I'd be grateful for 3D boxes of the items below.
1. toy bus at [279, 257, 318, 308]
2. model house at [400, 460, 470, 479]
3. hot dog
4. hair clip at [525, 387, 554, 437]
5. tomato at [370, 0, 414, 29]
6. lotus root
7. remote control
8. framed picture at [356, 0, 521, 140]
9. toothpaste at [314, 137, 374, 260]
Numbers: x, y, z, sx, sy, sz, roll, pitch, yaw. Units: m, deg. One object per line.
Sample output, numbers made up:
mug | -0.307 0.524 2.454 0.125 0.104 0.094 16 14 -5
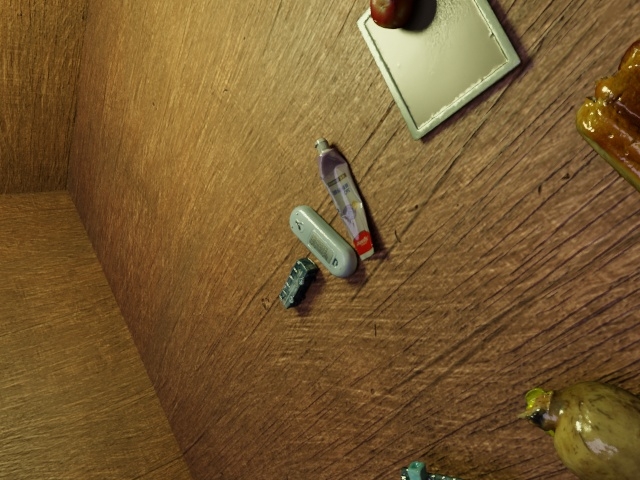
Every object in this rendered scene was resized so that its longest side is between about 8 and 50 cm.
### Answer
toy bus | -0.063 0.119 1.131 0.065 0.047 0.166 51 131 30
model house | 0.266 0.564 0.770 0.261 0.225 0.242 -20 84 44
hot dog | 0.474 -0.096 0.484 0.349 0.117 0.158 57 152 23
hair clip | 0.420 0.323 0.685 0.173 0.046 0.072 50 120 24
tomato | 0.129 -0.437 0.759 0.087 0.075 0.088 17 115 40
lotus root | 0.435 0.291 0.589 0.256 0.154 0.140 29 116 17
remote control | 0.000 0.000 1.040 0.244 0.047 0.087 45 131 31
framed picture | 0.204 -0.374 0.766 0.232 0.019 0.297 -32 77 45
toothpaste | 0.056 -0.101 0.962 0.075 0.048 0.301 -29 81 41
